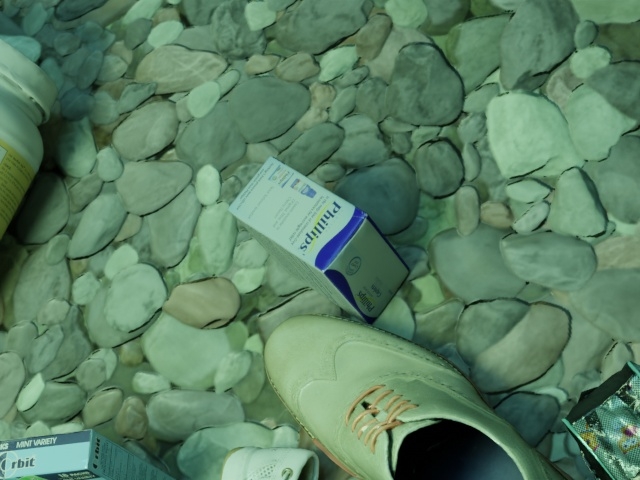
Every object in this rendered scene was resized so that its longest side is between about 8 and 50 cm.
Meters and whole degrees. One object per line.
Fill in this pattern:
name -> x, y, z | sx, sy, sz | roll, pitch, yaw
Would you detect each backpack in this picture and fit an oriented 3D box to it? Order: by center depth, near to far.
backpack -> 0.308, 0.189, 1.265 | 0.144, 0.166, 0.188 | -36, 57, 17

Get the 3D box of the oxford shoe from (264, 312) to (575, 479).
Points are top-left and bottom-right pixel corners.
oxford shoe -> 0.082, 0.162, 1.400 | 0.397, 0.146, 0.140 | 31, 84, 35

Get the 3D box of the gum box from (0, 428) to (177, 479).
gum box -> -0.237, 0.232, 1.499 | 0.157, 0.184, 0.041 | -9, 62, 22

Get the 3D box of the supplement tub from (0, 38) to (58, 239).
supplement tub -> -0.450, -0.065, 1.721 | 0.241, 0.241, 0.331 | 16, 73, 31

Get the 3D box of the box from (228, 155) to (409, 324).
box -> 0.000, 0.000, 1.537 | 0.137, 0.126, 0.072 | 33, 81, 34

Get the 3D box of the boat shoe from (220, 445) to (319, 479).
boat shoe -> -0.044, 0.311, 1.417 | 0.096, 0.098, 0.277 | -10, 60, 23
